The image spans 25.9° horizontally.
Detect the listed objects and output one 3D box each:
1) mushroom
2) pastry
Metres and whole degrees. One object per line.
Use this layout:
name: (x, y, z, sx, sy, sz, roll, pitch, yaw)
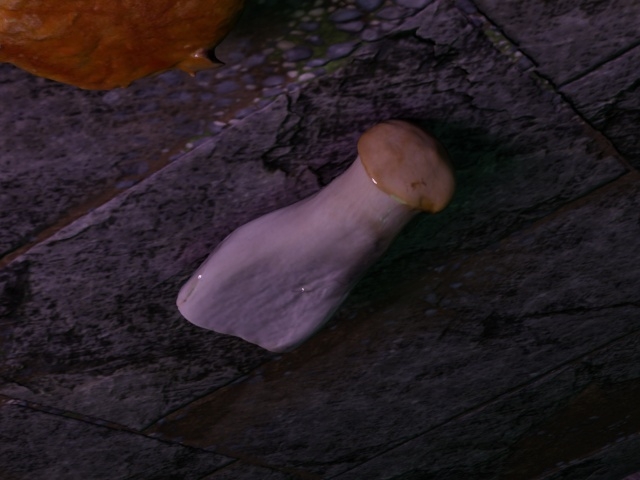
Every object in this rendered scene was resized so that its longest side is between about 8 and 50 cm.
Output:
mushroom: (0.000, 0.000, 1.432, 0.159, 0.122, 0.328, -3, 150, -44)
pastry: (-0.149, -0.198, 0.997, 0.218, 0.100, 0.229, 4, 151, -29)
